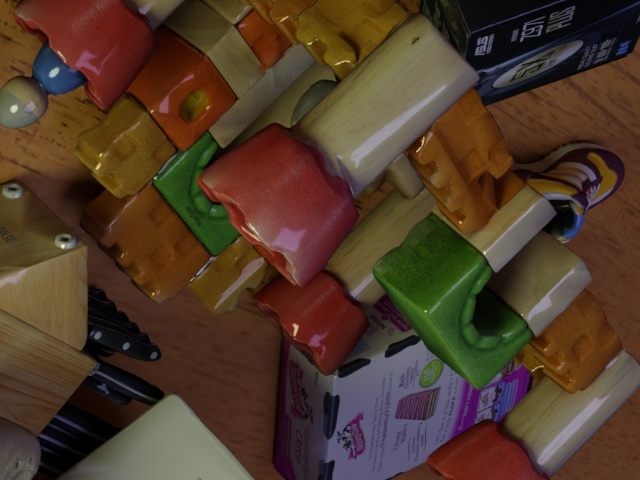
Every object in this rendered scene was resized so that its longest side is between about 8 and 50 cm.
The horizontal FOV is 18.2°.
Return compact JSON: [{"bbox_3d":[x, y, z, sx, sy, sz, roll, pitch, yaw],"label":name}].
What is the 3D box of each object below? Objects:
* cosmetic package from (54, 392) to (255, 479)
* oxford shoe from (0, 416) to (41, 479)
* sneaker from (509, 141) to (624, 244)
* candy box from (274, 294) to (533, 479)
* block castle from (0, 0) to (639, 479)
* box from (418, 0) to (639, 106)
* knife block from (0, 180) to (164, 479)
[{"bbox_3d":[-0.096,0.294,1.481,0.155,0.197,0.365,-37,158,-17],"label":"cosmetic package"},{"bbox_3d":[-0.319,0.248,1.275,0.146,0.140,0.397,11,133,-46],"label":"oxford shoe"},{"bbox_3d":[0.200,-0.031,1.655,0.185,0.084,0.070,-12,129,-38],"label":"sneaker"},{"bbox_3d":[0.076,0.110,1.662,0.233,0.071,0.159,-23,136,-32],"label":"candy box"},{"bbox_3d":[0.000,0.000,1.304,0.213,0.303,0.453,-44,142,-6],"label":"block castle"},{"bbox_3d":[0.151,-0.169,1.400,0.147,0.078,0.180,-19,166,-6],"label":"box"},{"bbox_3d":[-0.234,0.094,1.325,0.275,0.088,0.242,-21,134,-32],"label":"knife block"}]
